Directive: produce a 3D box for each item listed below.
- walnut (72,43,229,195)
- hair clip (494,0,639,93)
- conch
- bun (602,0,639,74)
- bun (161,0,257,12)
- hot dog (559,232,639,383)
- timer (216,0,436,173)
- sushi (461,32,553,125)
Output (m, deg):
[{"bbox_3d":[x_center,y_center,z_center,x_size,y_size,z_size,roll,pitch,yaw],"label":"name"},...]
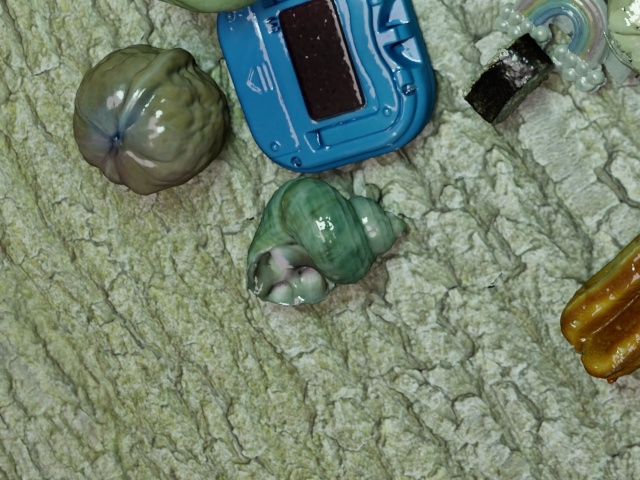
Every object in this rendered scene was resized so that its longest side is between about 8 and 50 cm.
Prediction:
[{"bbox_3d":[-0.271,-0.200,2.058,0.248,0.248,0.248,8,110,22],"label":"walnut"},{"bbox_3d":[0.365,-0.302,1.832,0.220,0.054,0.140,39,131,12],"label":"hair clip"},{"bbox_3d":[0.000,0.000,2.038,0.277,0.195,0.220,-15,112,5],"label":"conch"},{"bbox_3d":[0.493,-0.302,1.691,0.239,0.141,0.239,5,121,8],"label":"bun"},{"bbox_3d":[-0.189,-0.440,1.868,0.283,0.283,0.179,50,143,2],"label":"bun"},{"bbox_3d":[0.501,0.064,1.849,0.349,0.117,0.158,-47,65,27],"label":"hot dog"},{"bbox_3d":[0.003,-0.281,1.968,0.309,0.115,0.340,-14,99,25],"label":"timer"},{"bbox_3d":[0.270,-0.234,1.857,0.078,0.090,0.150,51,146,8],"label":"sushi"}]
